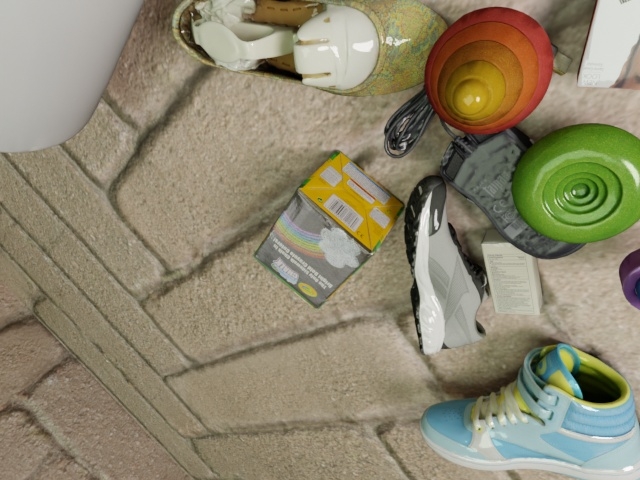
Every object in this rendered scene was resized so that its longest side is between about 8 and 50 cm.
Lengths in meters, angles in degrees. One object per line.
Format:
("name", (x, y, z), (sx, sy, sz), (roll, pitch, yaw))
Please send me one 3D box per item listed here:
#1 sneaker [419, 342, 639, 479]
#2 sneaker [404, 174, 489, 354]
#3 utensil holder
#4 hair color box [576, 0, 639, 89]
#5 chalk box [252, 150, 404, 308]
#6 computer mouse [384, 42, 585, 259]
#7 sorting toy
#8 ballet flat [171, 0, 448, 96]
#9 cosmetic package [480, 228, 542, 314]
("sneaker", (0.290, 0.238, 0.636), (0.318, 0.127, 0.208), (-8, 119, 26))
("sneaker", (0.175, 0.036, 0.597), (0.107, 0.100, 0.272), (-8, 116, 10))
("utensil holder", (-0.402, -0.340, 0.539), (0.328, 0.327, 0.385), (51, 137, -8))
("hair color box", (0.286, -0.217, 0.355), (0.093, 0.053, 0.167), (13, 129, 26))
("chalk box", (0.000, 0.000, 0.648), (0.132, 0.132, 0.213), (41, 135, 0))
("computer mouse", (0.220, -0.112, 0.480), (0.262, 0.060, 0.184), (37, 118, 2))
("sorting toy", (0.225, -0.048, 0.391), (0.365, 0.126, 0.127), (47, 129, -4))
("ballet flat", (-0.031, -0.235, 0.507), (0.348, 0.123, 0.123), (19, 130, 20))
("cosmetic package", (0.256, 0.041, 0.569), (0.060, 0.041, 0.115), (-1, 121, 34))
